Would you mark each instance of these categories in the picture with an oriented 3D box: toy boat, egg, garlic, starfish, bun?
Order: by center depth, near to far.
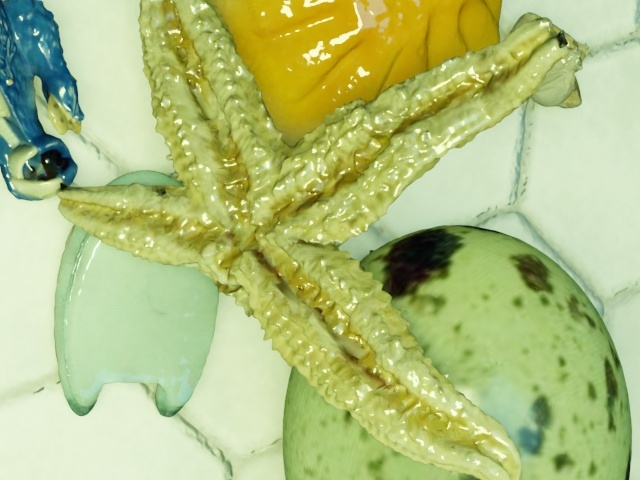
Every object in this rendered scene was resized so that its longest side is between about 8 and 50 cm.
[{"bbox_3d":[0.012,-0.043,0.881,0.324,0.432,0.082,-62,156,-1],"label":"starfish"},{"bbox_3d":[0.111,0.177,0.997,0.288,0.288,0.379,-3,88,-26],"label":"egg"},{"bbox_3d":[-0.154,0.044,1.003,0.134,0.079,0.207,3,97,-19],"label":"toy boat"},{"bbox_3d":[0.044,-0.215,1.051,0.299,0.165,0.298,0,89,-27],"label":"bun"},{"bbox_3d":[0.226,-0.173,1.188,0.074,0.094,0.113,-38,115,19],"label":"garlic"}]

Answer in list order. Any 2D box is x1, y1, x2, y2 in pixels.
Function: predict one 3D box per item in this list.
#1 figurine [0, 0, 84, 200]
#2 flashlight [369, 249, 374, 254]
[{"bbox_3d":[-0.278,-0.128,0.924,0.164,0.121,0.262,-40,118,-35],"label":"figurine"},{"bbox_3d":[0.043,0.050,1.118,0.018,0.018,0.083,24,78,-28],"label":"flashlight"}]
